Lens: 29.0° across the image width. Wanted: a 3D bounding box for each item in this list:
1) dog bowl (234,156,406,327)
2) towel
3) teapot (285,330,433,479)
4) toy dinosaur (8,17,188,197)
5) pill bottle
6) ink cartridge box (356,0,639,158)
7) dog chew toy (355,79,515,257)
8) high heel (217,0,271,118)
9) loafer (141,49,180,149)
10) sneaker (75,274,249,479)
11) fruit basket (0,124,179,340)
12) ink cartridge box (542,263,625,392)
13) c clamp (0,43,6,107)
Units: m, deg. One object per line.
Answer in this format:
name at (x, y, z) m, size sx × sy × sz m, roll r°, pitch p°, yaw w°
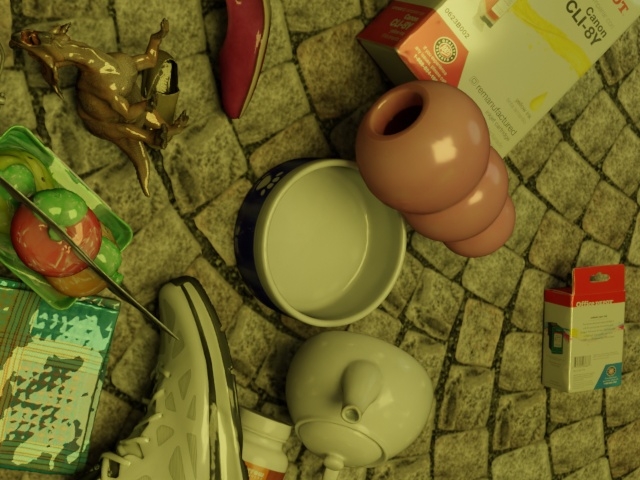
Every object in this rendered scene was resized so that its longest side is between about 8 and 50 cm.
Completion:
dog bowl at (0.000, 0.000, 1.966) m, size 0.264 × 0.104 × 0.265 m, roll -4°, pitch 98°, yaw -30°
towel at (-0.477, 0.183, 1.749) m, size 0.370 × 0.040 × 0.271 m, roll 14°, pitch 89°, yaw -31°
teapot at (0.046, 0.275, 1.940) m, size 0.256 × 0.252 × 0.187 m, roll 44°, pitch 53°, yaw -35°
toy dinosaur at (-0.307, -0.203, 1.746) m, size 0.127 × 0.200 × 0.296 m, roll -76°, pitch 162°, yaw -45°
pill bottle at (-0.123, 0.375, 1.934) m, size 0.121 × 0.121 × 0.216 m, roll 23°, pitch 85°, yaw -31°
ink cartridge box at (0.299, -0.356, 2.025) m, size 0.385 × 0.160 × 0.279 m, roll -46°, pitch 116°, yaw -5°
dog chew toy at (0.196, -0.094, 1.918) m, size 0.207 × 0.206 × 0.332 m, roll -54°, pitch 131°, yaw -13°
high heel at (-0.158, -0.377, 1.849) m, size 0.181 × 0.127 × 0.377 m, roll 9°, pitch 97°, yaw -2°
loafer at (-0.237, -0.208, 1.830) m, size 0.056 × 0.050 × 0.148 m, roll -5°, pitch 99°, yaw -30°
sneaker at (-0.249, 0.278, 1.794) m, size 0.257 × 0.169 × 0.448 m, roll -8°, pitch 76°, yaw -13°
fruit basket at (-0.340, -0.022, 1.619) m, size 0.327 × 0.353 × 0.165 m, roll 46°, pitch 74°, yaw -26°
ink cartridge box at (0.486, 0.156, 2.288) m, size 0.134 × 0.078 × 0.231 m, roll -3°, pitch 98°, yaw -31°
c clamp at (-0.497, -0.229, 1.691) m, size 0.160 × 0.022 × 0.137 m, roll 21°, pitch 86°, yaw -31°
